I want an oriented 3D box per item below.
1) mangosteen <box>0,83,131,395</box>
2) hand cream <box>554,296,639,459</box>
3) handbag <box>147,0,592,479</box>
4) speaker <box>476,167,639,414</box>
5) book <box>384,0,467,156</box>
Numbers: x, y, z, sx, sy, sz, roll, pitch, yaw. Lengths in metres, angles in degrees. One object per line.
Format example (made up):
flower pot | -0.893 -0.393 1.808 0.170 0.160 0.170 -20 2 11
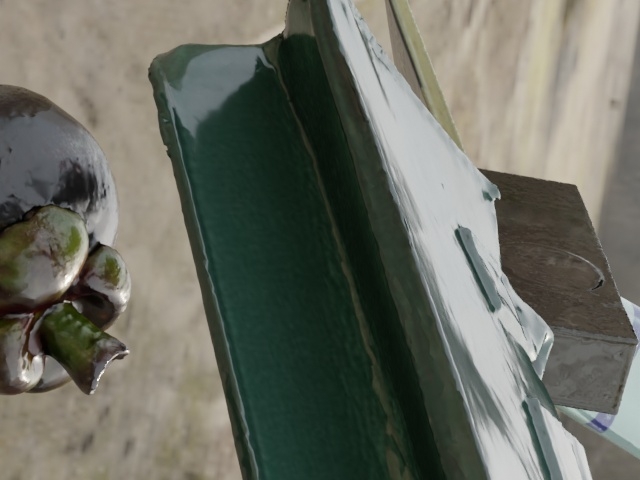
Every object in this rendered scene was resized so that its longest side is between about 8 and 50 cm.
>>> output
mangosteen | -0.274 0.009 1.405 0.233 0.288 0.287 -64 159 -51
hand cream | 0.189 0.078 1.224 0.321 0.067 0.109 30 76 -40
handbag | 0.046 0.080 0.608 0.238 0.089 0.326 43 25 -56
speaker | 0.109 0.020 0.904 0.218 0.082 0.044 -88 -171 -69
book | 0.110 -0.042 1.430 0.228 0.018 0.322 77 -3 -54
